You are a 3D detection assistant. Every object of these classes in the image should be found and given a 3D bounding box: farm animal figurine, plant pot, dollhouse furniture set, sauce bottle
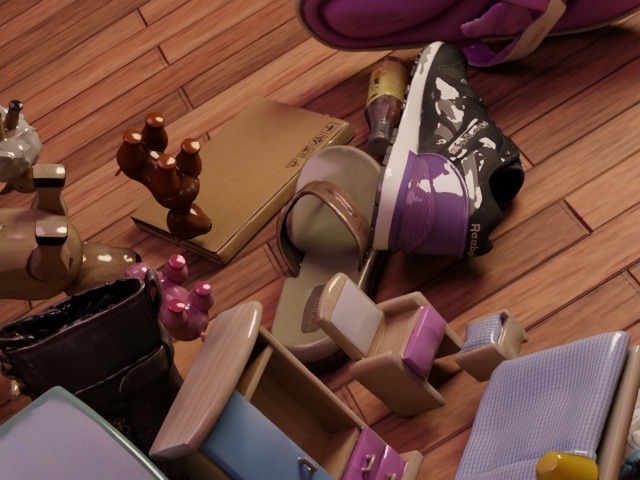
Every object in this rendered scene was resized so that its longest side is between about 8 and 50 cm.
[{"bbox_3d":[-0.252,0.035,1.542,0.326,0.172,0.330,15,52,0],"label":"farm animal figurine"},{"bbox_3d":[-0.152,0.232,1.156,0.165,0.165,0.234,-36,72,-7],"label":"plant pot"},{"bbox_3d":[0.084,0.092,1.150,0.303,0.198,0.286,-21,33,42],"label":"dollhouse furniture set"},{"bbox_3d":[0.066,-0.136,1.643,0.042,0.042,0.128,-16,36,21],"label":"sauce bottle"}]

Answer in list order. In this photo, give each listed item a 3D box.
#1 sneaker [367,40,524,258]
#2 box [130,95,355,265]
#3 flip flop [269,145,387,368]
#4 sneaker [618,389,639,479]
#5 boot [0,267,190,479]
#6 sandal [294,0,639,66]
[{"bbox_3d":[0.128,-0.076,1.499,0.124,0.107,0.283,12,42,6],"label":"sneaker"},{"bbox_3d":[-0.083,-0.068,1.691,0.201,0.021,0.164,-46,37,-19],"label":"box"},{"bbox_3d":[0.000,0.000,1.492,0.112,0.080,0.277,-13,38,24],"label":"flip flop"},{"bbox_3d":[0.236,0.148,1.159,0.083,0.071,0.191,-3,39,54],"label":"sneaker"},{"bbox_3d":[-0.205,0.152,1.332,0.263,0.229,0.091,-31,35,1],"label":"boot"},{"bbox_3d":[0.156,-0.227,1.597,0.416,0.169,0.102,-7,54,36],"label":"sandal"}]
